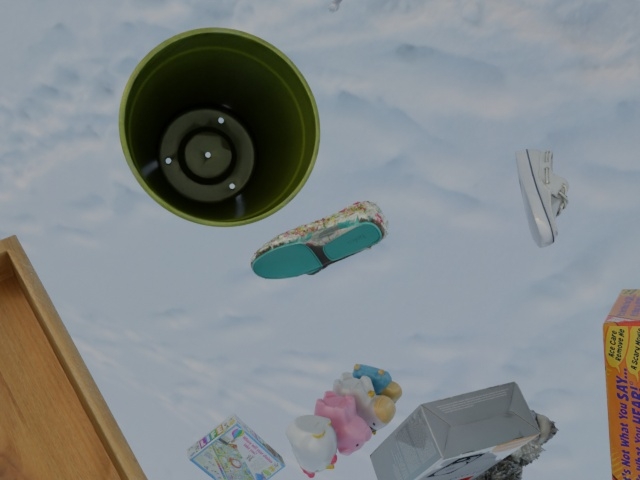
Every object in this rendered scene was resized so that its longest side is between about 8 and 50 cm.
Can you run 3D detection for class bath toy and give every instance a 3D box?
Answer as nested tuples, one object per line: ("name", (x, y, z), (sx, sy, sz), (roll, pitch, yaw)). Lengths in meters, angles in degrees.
("bath toy", (0.056, 0.396, 1.447), (0.151, 0.348, 0.129), (12, 109, 29))

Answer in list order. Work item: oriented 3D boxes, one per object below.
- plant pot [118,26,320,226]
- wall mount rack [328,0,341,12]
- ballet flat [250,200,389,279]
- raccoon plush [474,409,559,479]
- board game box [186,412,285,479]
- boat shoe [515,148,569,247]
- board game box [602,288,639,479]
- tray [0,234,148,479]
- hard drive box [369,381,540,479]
("plant pot", (-0.221, -0.200, 1.385), (0.366, 0.366, 0.353), (43, 169, -9))
("wall mount rack", (0.006, -0.481, 1.020), (0.350, 0.130, 0.304), (39, 176, -15))
("ballet flat", (0.000, 0.000, 1.083), (0.241, 0.077, 0.091), (-17, 125, 19))
("raccoon plush", (0.323, 0.525, 1.417), (0.216, 0.299, 0.446), (35, 127, 32))
("board game box", (-0.146, 0.382, 1.172), (0.154, 0.103, 0.026), (53, 179, -33))
("boat shoe", (0.438, -0.091, 1.297), (0.088, 0.267, 0.096), (-9, 125, 14))
("board game box", (0.748, 0.292, 1.250), (0.356, 0.356, 0.356), (-3, 95, 30))
("tray", (-0.270, 0.212, 0.570), (0.411, 0.203, 0.076), (56, 151, 15))
("hard drive box", (0.208, 0.328, 1.074), (0.232, 0.181, 0.089), (114, 142, -51))
